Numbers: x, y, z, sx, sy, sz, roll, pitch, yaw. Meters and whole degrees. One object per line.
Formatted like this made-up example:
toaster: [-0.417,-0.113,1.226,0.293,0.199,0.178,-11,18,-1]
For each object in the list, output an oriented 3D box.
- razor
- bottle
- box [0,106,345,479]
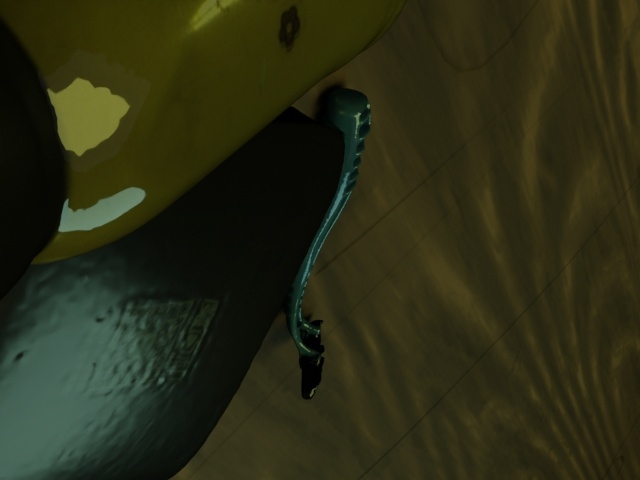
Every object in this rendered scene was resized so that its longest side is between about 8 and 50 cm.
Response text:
razor: [0.000,0.000,1.066,0.082,0.042,0.253,-88,-172,-51]
bottle: [-0.109,-0.081,0.577,0.351,0.171,0.171,-44,155,-46]
box: [-0.130,0.043,0.877,0.289,0.073,0.290,-3,125,-56]
